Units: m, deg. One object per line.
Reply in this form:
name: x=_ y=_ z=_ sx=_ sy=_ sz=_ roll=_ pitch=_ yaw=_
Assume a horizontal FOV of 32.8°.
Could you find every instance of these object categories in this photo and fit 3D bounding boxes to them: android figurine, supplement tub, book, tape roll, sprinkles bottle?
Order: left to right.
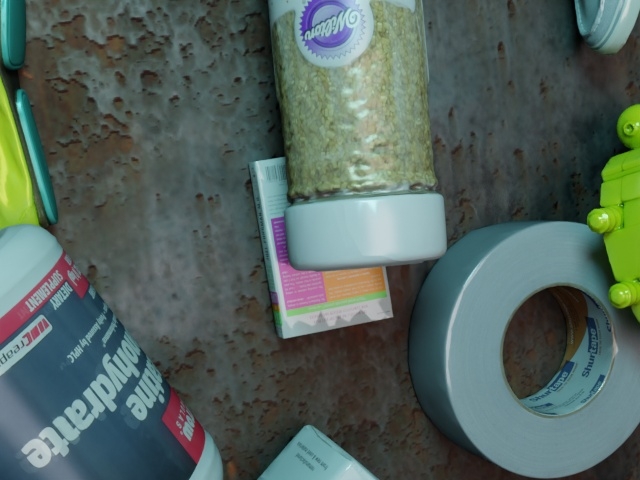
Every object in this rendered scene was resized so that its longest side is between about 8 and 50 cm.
supplement tub: x=-0.188 y=0.143 z=0.734 sx=0.191 sy=0.191 sz=0.272 roll=-40 pitch=106 yaw=-15
book: x=0.000 y=0.000 z=0.887 sx=0.096 sy=0.035 sz=0.144 roll=-10 pitch=95 yaw=-20
sprinkles bottle: x=0.020 y=-0.156 z=0.821 sx=0.121 sy=0.121 sz=0.355 roll=-5 pitch=89 yaw=-21
tape roll: x=0.188 y=0.091 z=0.945 sx=0.219 sy=0.072 sz=0.219 roll=-1 pitch=93 yaw=-22
android figurine: x=0.324 y=-0.003 z=0.948 sx=0.273 sy=0.056 sz=0.248 roll=-13 pitch=85 yaw=-43

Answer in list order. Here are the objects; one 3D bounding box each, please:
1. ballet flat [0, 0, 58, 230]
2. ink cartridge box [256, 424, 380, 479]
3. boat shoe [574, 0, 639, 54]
ballet flat: x=-0.240 y=-0.112 z=0.767 sx=0.077 sy=0.077 sz=0.231 roll=-7 pitch=98 yaw=-5
ink cartridge box: x=-0.017 y=0.335 z=0.835 sx=0.226 sy=0.131 sz=0.306 roll=44 pitch=80 yaw=-15
boat shoe: x=0.231 y=-0.276 z=0.945 sx=0.081 sy=0.079 sz=0.227 roll=3 pitch=86 yaw=-15
